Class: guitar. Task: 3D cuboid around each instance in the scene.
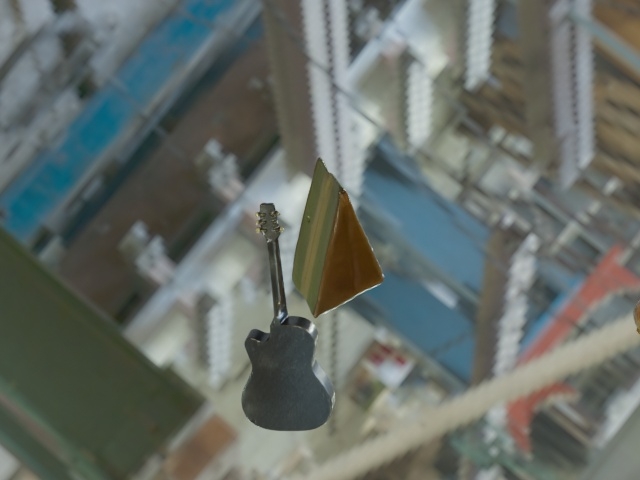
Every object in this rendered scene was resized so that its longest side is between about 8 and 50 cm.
[{"bbox_3d":[-0.038,0.074,1.827,0.025,0.088,0.233,-66,152,-65],"label":"guitar"}]

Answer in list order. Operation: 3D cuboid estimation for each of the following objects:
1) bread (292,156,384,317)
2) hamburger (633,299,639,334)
[{"bbox_3d":[-0.001,-0.004,1.959,0.084,0.074,0.139,-28,132,-4],"label":"bread"},{"bbox_3d":[0.448,0.077,1.986,0.246,0.170,0.246,-36,177,-2],"label":"hamburger"}]
